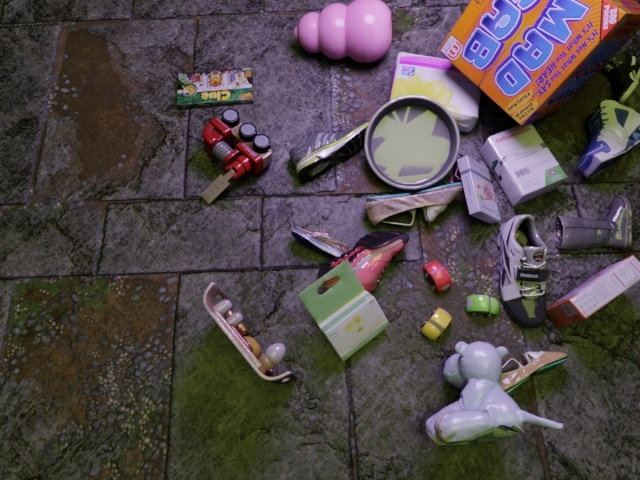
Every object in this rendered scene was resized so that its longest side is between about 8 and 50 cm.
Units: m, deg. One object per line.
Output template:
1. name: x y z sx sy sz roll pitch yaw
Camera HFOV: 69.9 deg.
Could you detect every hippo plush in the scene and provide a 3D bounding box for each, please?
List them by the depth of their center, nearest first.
1. hippo plush: 0.377 0.376 1.150 0.235 0.294 0.236 3 60 -16

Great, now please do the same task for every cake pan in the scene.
1. cake pan: 0.285 -0.305 1.446 0.294 0.054 0.292 0 94 5

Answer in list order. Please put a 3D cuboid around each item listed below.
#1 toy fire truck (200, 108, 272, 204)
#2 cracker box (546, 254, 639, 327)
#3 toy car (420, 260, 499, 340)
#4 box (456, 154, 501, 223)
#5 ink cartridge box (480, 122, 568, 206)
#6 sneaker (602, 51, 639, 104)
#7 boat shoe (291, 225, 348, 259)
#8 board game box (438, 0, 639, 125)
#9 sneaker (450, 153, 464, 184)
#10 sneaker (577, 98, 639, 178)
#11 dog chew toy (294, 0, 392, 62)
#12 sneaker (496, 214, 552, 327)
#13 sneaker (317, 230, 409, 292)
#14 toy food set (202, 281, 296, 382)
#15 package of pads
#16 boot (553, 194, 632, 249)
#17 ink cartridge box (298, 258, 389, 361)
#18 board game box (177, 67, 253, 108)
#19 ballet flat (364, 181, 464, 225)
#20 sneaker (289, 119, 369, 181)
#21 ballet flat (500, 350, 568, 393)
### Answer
1. toy fire truck: -0.304 -0.257 1.456 0.217 0.158 0.246 41 66 13
2. cracker box: 0.761 0.145 1.274 0.233 0.155 0.067 -30 72 -10
3. toy car: 0.408 0.176 1.324 0.225 0.053 0.238 6 71 3
4. box: 0.484 -0.153 1.400 0.038 0.145 0.186 -22 65 40
5. ink cartridge box: 0.634 -0.242 1.445 0.161 0.092 0.219 -21 71 -7
6. sneaker: 1.014 -0.557 1.564 0.121 0.079 0.216 32 66 15
7. boat shoe: 0.000 0.000 1.393 0.183 0.066 0.066 29 69 0
8. board game box: 0.661 -0.620 1.370 0.357 0.356 0.356 -26 69 -42
9. sneaker: 0.447 -0.231 1.465 0.047 0.057 0.119 9 70 6
10. sneaker: 0.911 -0.340 1.470 0.316 0.127 0.182 -32 69 -17
11. dog chew toy: 0.076 -0.718 1.576 0.333 0.206 0.206 2 71 10
12. sneaker: 0.585 0.080 1.309 0.123 0.146 0.329 -4 72 -2
13. sneaker: 0.136 0.079 1.351 0.314 0.116 0.136 -30 114 -19
14. toy food set: -0.179 0.252 1.221 0.092 0.219 0.306 -39 74 -11
15. package of pads: 0.383 -0.494 1.535 0.297 0.101 0.228 10 71 5
16. boot: 0.825 -0.057 1.397 0.209 0.076 0.189 4 68 10
17. ink cartridge box: 0.069 0.193 1.251 0.171 0.235 0.056 -36 29 -10
18. board game box: -0.367 -0.532 1.602 0.260 0.030 0.136 -5 73 -1
19. ballet flat: 0.295 -0.103 1.413 0.317 0.107 0.106 -10 91 3
20. sneaker: 0.030 -0.316 1.479 0.300 0.111 0.121 -31 69 -12
21. ballet flat: 0.562 0.344 1.252 0.233 0.080 0.073 -25 61 -8
